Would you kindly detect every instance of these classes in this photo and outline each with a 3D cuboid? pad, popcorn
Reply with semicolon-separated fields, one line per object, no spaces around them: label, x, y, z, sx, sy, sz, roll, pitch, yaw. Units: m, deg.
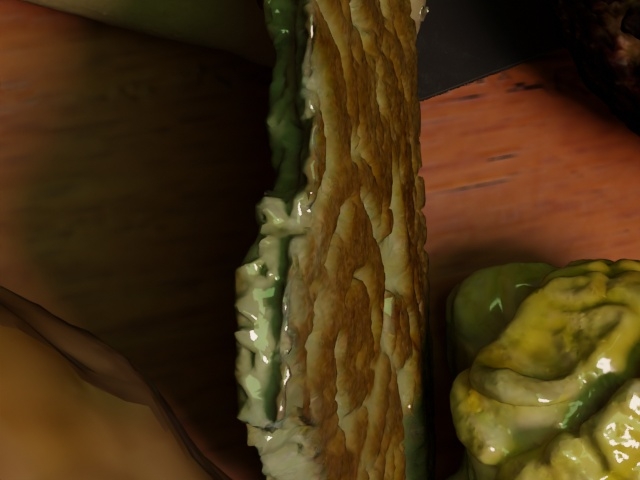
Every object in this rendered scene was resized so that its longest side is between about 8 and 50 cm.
pad;0.100;-0.143;0.649;0.193;0.004;0.116;-23;94;-21
popcorn;0.110;0.075;0.567;0.162;0.135;0.141;52;49;3

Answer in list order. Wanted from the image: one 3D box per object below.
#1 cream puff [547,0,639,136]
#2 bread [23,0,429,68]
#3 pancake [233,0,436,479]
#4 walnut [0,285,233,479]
cream puff;0.202;-0.126;0.573;0.239;0.165;0.239;-15;127;-20
bread;-0.038;-0.139;0.565;0.178;0.060;0.139;12;83;-19
pancake;-0.005;0.000;0.496;0.054;0.197;0.376;-2;116;14
walnut;-0.143;0.166;0.373;0.384;0.383;0.383;2;85;-21
